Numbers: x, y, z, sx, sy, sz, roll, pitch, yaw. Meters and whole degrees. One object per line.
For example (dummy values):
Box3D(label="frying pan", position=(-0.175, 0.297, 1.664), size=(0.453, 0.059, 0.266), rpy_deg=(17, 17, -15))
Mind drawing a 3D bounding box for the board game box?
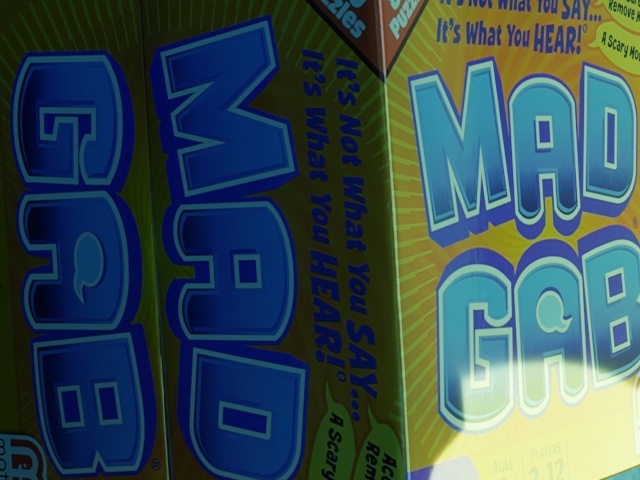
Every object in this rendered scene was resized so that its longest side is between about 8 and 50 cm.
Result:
Box3D(label="board game box", position=(0.000, 0.000, 1.261), size=(0.356, 0.356, 0.356), rpy_deg=(-7, 94, -54))
